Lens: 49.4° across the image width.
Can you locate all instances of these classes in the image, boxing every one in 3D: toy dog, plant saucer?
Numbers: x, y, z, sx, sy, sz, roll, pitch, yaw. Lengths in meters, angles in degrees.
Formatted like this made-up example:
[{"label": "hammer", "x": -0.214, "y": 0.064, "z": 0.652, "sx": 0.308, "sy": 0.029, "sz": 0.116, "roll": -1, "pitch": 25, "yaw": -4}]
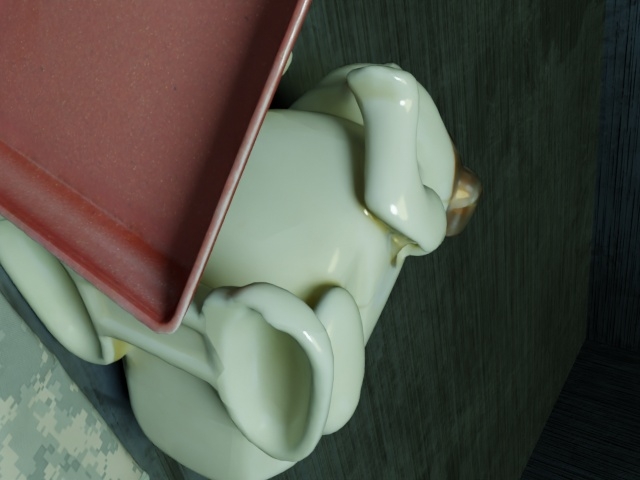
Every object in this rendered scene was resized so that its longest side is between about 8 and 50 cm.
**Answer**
[{"label": "toy dog", "x": 0.000, "y": 0.000, "z": 0.640, "sx": 0.408, "sy": 0.285, "sz": 0.395, "roll": -52, "pitch": 141, "yaw": -37}, {"label": "plant saucer", "x": -0.115, "y": -0.124, "z": 0.374, "sx": 0.048, "sy": 0.259, "sz": 0.258, "roll": -9, "pitch": 127, "yaw": -61}]

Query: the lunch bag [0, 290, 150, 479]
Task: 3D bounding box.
[{"label": "lunch bag", "x": -0.271, "y": 0.173, "z": 0.384, "sx": 0.287, "sy": 0.169, "sz": 0.235, "roll": -56, "pitch": 143, "yaw": -36}]
